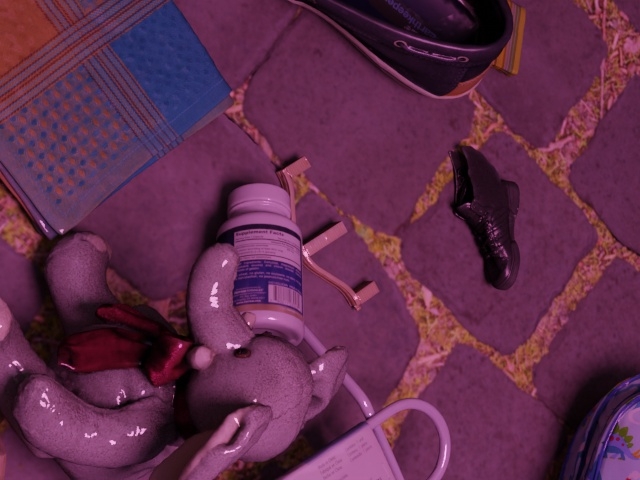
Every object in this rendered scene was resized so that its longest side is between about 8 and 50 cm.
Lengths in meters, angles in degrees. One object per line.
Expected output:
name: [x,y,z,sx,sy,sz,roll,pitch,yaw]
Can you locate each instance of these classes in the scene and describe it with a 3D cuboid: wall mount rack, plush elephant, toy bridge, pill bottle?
wall mount rack: [-0.043,0.236,1.171,0.350,0.130,0.304,-30,102,-28]
plush elephant: [-0.126,0.122,0.994,0.330,0.255,0.272,65,17,-2]
toy bridge: [0.000,0.000,1.273,0.063,0.026,0.188,-33,100,-25]
pill bottle: [-0.065,0.028,1.180,0.094,0.094,0.169,14,58,-26]

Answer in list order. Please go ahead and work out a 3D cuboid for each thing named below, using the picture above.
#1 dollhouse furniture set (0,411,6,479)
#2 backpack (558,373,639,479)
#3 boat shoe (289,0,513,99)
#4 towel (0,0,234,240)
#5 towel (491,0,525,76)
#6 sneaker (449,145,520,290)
dollhouse furniture set: [-0.281,0.278,0.990,0.161,0.212,0.242,2,110,-27]
backpack: [0.410,0.339,1.330,0.290,0.273,0.355,11,60,13]
boat shoe: [0.008,-0.336,1.234,0.500,0.156,0.186,33,73,-14]
towel: [-0.285,-0.223,1.140,0.271,0.040,0.370,-41,102,-26]
towel: [0.158,-0.292,1.398,0.237,0.021,0.102,19,70,-24]
sneaker: [0.200,-0.027,1.373,0.089,0.051,0.170,12,74,-27]
